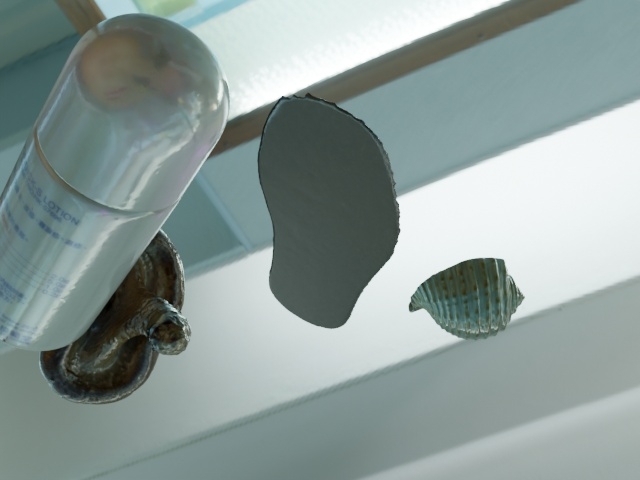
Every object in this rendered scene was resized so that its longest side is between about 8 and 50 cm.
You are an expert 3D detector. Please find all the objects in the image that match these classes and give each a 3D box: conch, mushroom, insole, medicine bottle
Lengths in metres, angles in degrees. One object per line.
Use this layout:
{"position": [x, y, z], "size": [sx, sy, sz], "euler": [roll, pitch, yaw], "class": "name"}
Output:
{"position": [0.211, 0.082, 1.068], "size": [0.153, 0.135, 0.102], "euler": [-18, -127, -24], "class": "conch"}
{"position": [-0.195, 0.078, 0.865], "size": [0.217, 0.148, 0.227], "euler": [-7, -117, 51], "class": "mushroom"}
{"position": [0.000, 0.000, 0.588], "size": [0.111, 0.328, 0.007], "euler": [28, -116, 9], "class": "insole"}
{"position": [-0.192, -0.043, 0.656], "size": [0.341, 0.130, 0.130], "euler": [-48, -147, 39], "class": "medicine bottle"}
